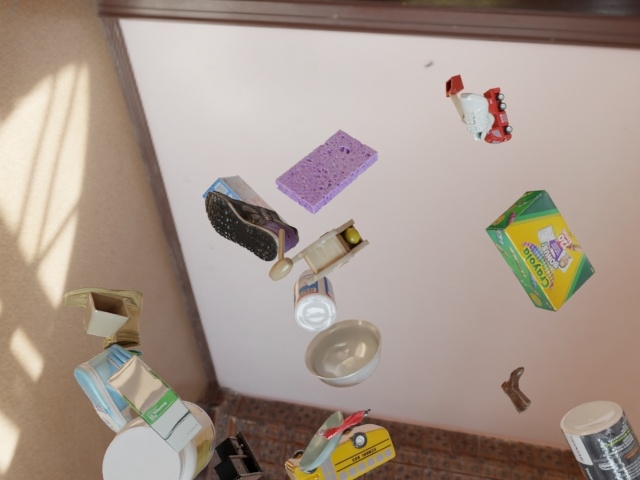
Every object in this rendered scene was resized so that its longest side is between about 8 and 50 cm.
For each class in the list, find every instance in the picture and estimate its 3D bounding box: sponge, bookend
[{"bbox_3d":[0.015,-0.155,1.178,0.210,0.117,0.031,-41,153,-22],"label":"sponge"},{"bbox_3d":[-0.268,0.669,1.626,0.157,0.072,0.156,52,3,28],"label":"bookend"}]

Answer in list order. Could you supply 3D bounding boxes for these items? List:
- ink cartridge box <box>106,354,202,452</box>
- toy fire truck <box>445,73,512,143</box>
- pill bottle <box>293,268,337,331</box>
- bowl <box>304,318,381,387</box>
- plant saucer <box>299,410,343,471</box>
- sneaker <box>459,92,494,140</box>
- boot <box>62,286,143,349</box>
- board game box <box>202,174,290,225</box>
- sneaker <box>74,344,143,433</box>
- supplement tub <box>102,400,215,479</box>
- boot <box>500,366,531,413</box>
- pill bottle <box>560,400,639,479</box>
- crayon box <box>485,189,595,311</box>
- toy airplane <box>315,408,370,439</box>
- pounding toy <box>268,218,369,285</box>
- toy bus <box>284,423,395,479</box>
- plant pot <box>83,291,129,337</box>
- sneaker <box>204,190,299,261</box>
[{"bbox_3d":[-0.386,0.387,1.256,0.087,0.153,0.208,-45,141,-25],"label":"ink cartridge box"},{"bbox_3d":[0.408,-0.337,1.377,0.047,0.135,0.191,165,-88,-81],"label":"toy fire truck"},{"bbox_3d":[-0.019,0.169,1.593,0.221,0.124,0.124,-97,-171,-70],"label":"pill bottle"},{"bbox_3d":[0.101,0.435,1.948,0.297,0.298,0.134,-71,143,-54],"label":"bowl"},{"bbox_3d":[0.013,0.564,1.476,0.195,0.037,0.195,-52,179,-1],"label":"plant saucer"},{"bbox_3d":[0.346,-0.274,1.183,0.152,0.054,0.061,32,76,-50],"label":"sneaker"},{"bbox_3d":[-0.750,0.272,1.833,0.095,0.262,0.203,-45,-135,50],"label":"boot"},{"bbox_3d":[-0.233,-0.086,1.840,0.086,0.308,0.302,-45,-177,8],"label":"board game box"},{"bbox_3d":[-0.645,0.486,1.764,0.208,0.127,0.318,-43,126,-41],"label":"sneaker"},{"bbox_3d":[-0.451,0.601,1.522,0.331,0.241,0.240,72,26,-81],"label":"supplement tub"},{"bbox_3d":[0.625,0.466,1.653,0.106,0.037,0.114,-60,-152,22],"label":"boot"},{"bbox_3d":[0.611,0.472,1.103,0.245,0.131,0.130,64,10,0],"label":"pill bottle"},{"bbox_3d":[0.579,0.027,1.400,0.278,0.165,0.081,53,-13,-14],"label":"crayon box"},{"bbox_3d":[0.061,0.462,1.338,0.028,0.151,0.151,62,-2,18],"label":"toy airplane"},{"bbox_3d":[0.000,0.000,1.236,0.154,0.154,0.270,56,38,2],"label":"pounding toy"},{"bbox_3d":[0.062,0.692,1.695,0.108,0.333,0.130,-24,-96,67],"label":"toy bus"},{"bbox_3d":[-0.671,0.236,1.644,0.096,0.109,0.109,-58,-141,10],"label":"plant pot"},{"bbox_3d":[-0.182,-0.048,1.414,0.124,0.283,0.107,-27,145,-47],"label":"sneaker"}]
